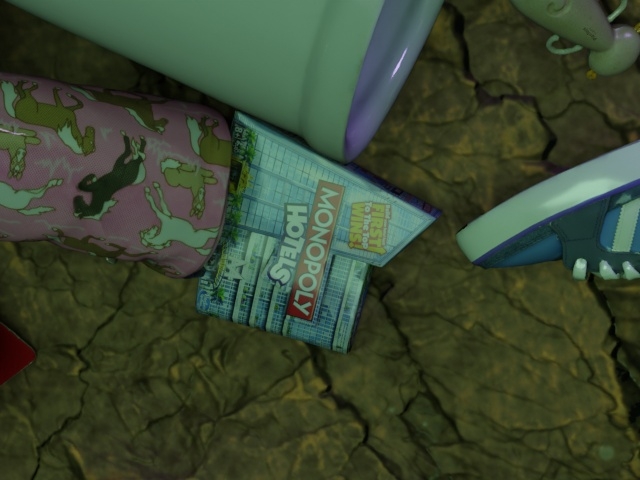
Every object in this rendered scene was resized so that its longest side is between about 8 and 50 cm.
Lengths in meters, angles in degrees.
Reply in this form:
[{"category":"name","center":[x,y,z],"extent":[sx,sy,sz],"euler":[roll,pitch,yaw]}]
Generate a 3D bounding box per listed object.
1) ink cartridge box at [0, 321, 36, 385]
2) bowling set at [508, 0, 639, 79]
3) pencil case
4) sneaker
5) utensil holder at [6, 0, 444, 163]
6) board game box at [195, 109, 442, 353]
[{"category":"ink cartridge box","center":[-0.445,0.145,1.605],"extent":[0.309,0.130,0.272],"euler":[-36,125,14]},{"category":"bowling set","center":[0.266,-0.298,1.488],"extent":[0.287,0.200,0.154],"euler":[-40,131,21]},{"category":"pencil case","center":[-0.267,-0.063,1.501],"extent":[0.386,0.160,0.167],"euler":[8,113,-28]},{"category":"sneaker","center":[0.301,0.029,1.518],"extent":[0.323,0.130,0.236],"euler":[-23,90,7]},{"category":"utensil holder","center":[-0.087,-0.285,1.449],"extent":[0.386,0.327,0.327],"euler":[24,102,9]},{"category":"board game box","center":[0.000,0.000,1.603],"extent":[0.194,0.060,0.194],"euler":[15,100,8]}]
